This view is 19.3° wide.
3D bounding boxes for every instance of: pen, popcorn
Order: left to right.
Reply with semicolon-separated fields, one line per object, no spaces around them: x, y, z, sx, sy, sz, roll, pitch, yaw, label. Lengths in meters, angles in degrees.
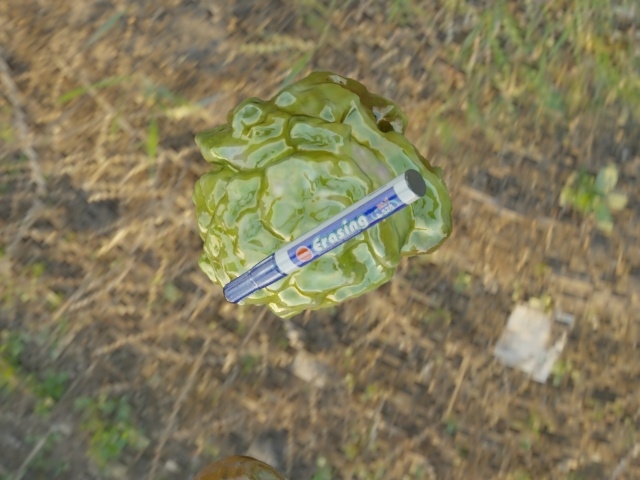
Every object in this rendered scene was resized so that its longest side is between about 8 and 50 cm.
-0.005;-0.046;1.742;0.259;0.259;0.212;-24;103;22;popcorn
0.000;0.000;1.514;0.204;0.025;0.025;-31;102;29;pen

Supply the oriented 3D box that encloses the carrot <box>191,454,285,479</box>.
-0.089;0.172;0.904;0.048;0.048;0.216;42;119;-5;carrot
